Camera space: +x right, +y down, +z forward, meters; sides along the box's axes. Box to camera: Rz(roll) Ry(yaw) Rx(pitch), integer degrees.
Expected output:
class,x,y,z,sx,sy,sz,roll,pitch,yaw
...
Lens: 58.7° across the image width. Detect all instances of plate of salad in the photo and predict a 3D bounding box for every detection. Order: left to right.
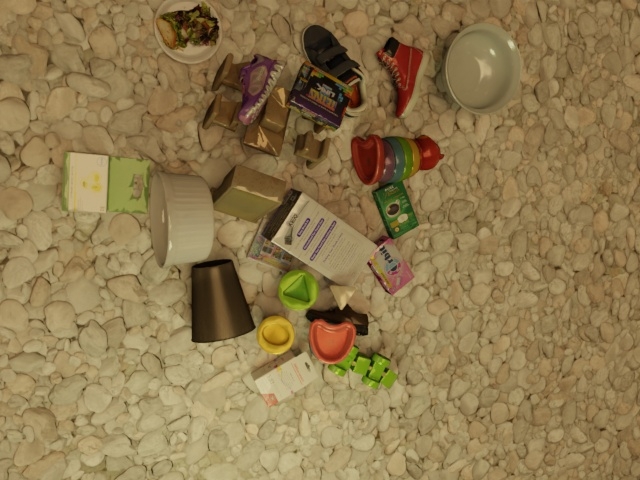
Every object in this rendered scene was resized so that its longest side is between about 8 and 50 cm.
class,x,y,z,sx,sy,sz,roll,pitch,yaw
plate of salad,-0.384,-0.621,1.665,0.199,0.048,0.200,-3,99,-18

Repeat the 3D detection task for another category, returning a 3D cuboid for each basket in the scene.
class,x,y,z,sx,sy,sz,roll,pitch,yaw
basket,-0.317,0.181,1.769,0.204,0.154,0.227,-10,98,-18

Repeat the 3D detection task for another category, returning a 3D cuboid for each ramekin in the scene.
class,x,y,z,sx,sy,sz,roll,pitch,yaw
ramekin,-0.400,-0.062,1.637,0.135,0.277,0.278,-4,100,-25

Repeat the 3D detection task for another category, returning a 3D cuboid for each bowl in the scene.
class,x,y,z,sx,sy,sz,roll,pitch,yaw
bowl,0.522,-0.575,1.940,0.297,0.134,0.298,-3,99,-19

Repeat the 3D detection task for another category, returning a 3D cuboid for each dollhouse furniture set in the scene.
class,x,y,z,sx,sy,sz,roll,pitch,yaw
dollhouse furniture set,-0.189,-0.284,1.736,0.361,0.256,0.395,18,72,-21

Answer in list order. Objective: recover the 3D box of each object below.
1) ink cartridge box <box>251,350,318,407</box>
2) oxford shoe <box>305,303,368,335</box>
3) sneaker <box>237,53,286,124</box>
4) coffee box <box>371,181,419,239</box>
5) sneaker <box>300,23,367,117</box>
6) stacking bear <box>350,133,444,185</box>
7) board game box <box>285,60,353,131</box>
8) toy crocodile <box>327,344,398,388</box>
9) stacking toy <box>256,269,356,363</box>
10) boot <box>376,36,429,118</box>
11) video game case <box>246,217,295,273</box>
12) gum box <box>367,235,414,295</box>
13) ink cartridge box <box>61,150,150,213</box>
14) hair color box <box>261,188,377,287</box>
class,x,y,z,sx,sy,sz,roll,pitch,yaw
ink cartridge box,-0.119,0.456,1.922,0.198,0.067,0.115,-28,107,-11
oxford shoe,0.058,0.261,1.957,0.227,0.083,0.096,14,68,-16
sneaker,-0.187,-0.426,1.577,0.104,0.095,0.237,29,62,-12
coffee box,0.260,-0.110,1.975,0.113,0.040,0.184,-29,107,-13
sneaker,0.057,-0.538,1.791,0.126,0.127,0.321,-36,107,-9
stacking bear,0.271,-0.279,1.896,0.288,0.175,0.165,-11,100,-25
board game box,-0.001,-0.424,1.681,0.170,0.048,0.141,25,71,-19
toy crocodile,0.129,0.426,1.994,0.340,0.105,0.115,25,91,-16
stacking toy,-0.035,0.251,1.864,0.308,0.130,0.280,15,83,-3
boot,0.245,-0.535,1.879,0.176,0.088,0.245,17,85,-20
video game case,-0.145,0.018,1.868,0.157,0.019,0.143,23,91,-22
gum box,0.232,0.082,1.984,0.107,0.062,0.188,-37,109,-10
ink cartridge box,-0.620,-0.163,1.656,0.234,0.056,0.171,3,97,-17
hair color box,0.000,0.000,1.854,0.338,0.110,0.185,35,87,-28
